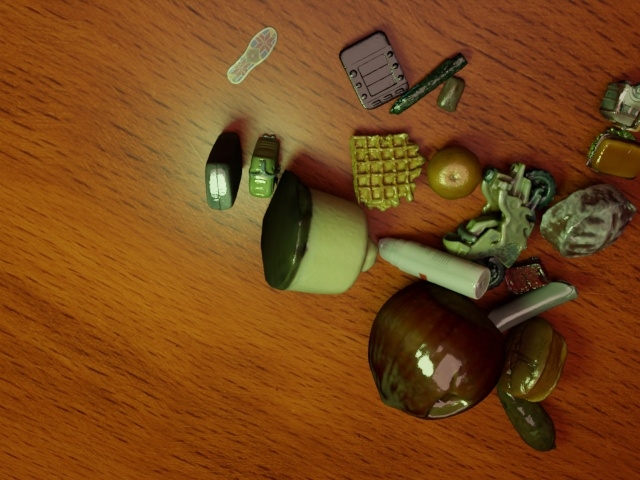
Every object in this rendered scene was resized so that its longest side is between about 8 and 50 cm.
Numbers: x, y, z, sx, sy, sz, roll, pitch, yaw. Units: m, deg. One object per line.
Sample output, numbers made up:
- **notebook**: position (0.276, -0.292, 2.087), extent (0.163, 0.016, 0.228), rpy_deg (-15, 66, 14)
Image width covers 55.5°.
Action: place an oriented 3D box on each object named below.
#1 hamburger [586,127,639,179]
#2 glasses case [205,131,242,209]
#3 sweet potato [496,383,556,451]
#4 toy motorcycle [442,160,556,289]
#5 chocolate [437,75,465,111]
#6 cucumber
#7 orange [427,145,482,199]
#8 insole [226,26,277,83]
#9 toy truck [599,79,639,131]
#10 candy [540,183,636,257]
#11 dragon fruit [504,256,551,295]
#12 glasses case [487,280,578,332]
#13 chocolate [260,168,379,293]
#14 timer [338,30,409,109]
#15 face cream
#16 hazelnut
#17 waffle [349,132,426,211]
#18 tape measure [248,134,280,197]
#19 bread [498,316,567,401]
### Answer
- **hamburger**: position (0.866, -0.253, 1.770), extent (0.165, 0.087, 0.137), rpy_deg (16, 117, -7)
- **glasses case**: position (-0.262, -0.196, 1.672), extent (0.074, 0.323, 0.131), rpy_deg (0, 115, -2)
- **sweet potato**: position (0.692, 0.565, 2.087), extent (0.130, 0.130, 0.423), rpy_deg (-29, 100, 11)
- **toy motorcycle**: position (0.522, -0.050, 1.818), extent (0.237, 0.169, 0.410), rpy_deg (24, 105, -16)
- **chocolate**: position (0.378, -0.419, 1.739), extent (0.064, 0.031, 0.101), rpy_deg (19, 109, -12)
- **cucumber**: position (0.300, -0.439, 1.722), extent (0.256, 0.044, 0.043), rpy_deg (-36, 63, 15)
- **orange**: position (0.388, -0.199, 1.769), extent (0.158, 0.136, 0.159), rpy_deg (4, 109, 12)
- **insole**: position (-0.192, -0.520, 1.713), extent (0.065, 0.006, 0.193), rpy_deg (43, 105, -15)
- **toy truck**: position (0.933, -0.361, 1.720), extent (0.270, 0.114, 0.135), rpy_deg (15, 106, -8)
- **candy**: position (0.786, -0.053, 1.778), extent (0.289, 0.157, 0.214), rpy_deg (-11, 138, -25)
- **dragon fruit**: position (0.659, 0.104, 1.923), extent (0.147, 0.096, 0.102), rpy_deg (-18, 103, 40)
- **glasses case**: position (0.660, 0.209, 1.948), extent (0.308, 0.128, 0.083), rpy_deg (-28, 84, 11)
- **chocolate**: position (0.000, 0.000, 1.782), extent (0.297, 0.326, 0.314), rpy_deg (5, 137, -26)
- **timer**: position (0.150, -0.475, 1.708), extent (0.144, 0.055, 0.187), rpy_deg (-26, 105, 8)
- **face cream**: position (0.328, 0.072, 1.810), extent (0.345, 0.102, 0.102), rpy_deg (22, 118, 37)
- **hazelnut**: position (0.330, 0.314, 1.817), extent (0.402, 0.429, 0.402), rpy_deg (-8, 113, -19)
- **waffle**: position (0.204, -0.202, 1.774), extent (0.219, 0.057, 0.229), rpy_deg (-6, 89, -6)
- **tape measure**: position (-0.162, -0.200, 1.759), extent (0.087, 0.177, 0.154), rpy_deg (10, 123, 0)
- **bread**: position (0.676, 0.381, 1.955), extent (0.142, 0.195, 0.270), rpy_deg (31, 77, -21)
